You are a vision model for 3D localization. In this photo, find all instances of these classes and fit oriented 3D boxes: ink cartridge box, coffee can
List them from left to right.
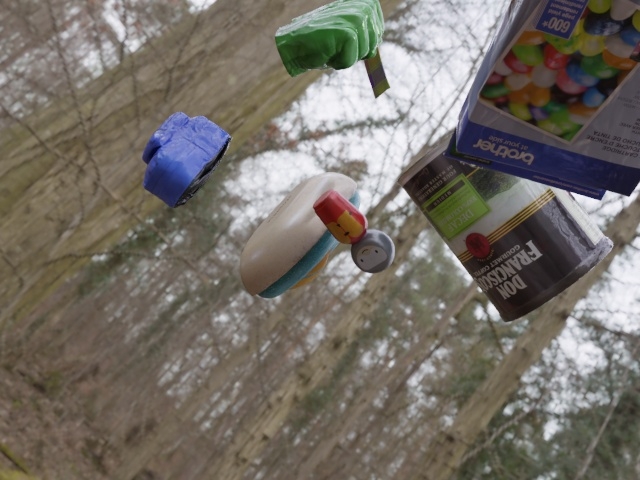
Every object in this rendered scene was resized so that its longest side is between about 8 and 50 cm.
[{"bbox_3d":[0.279,-0.043,1.335,0.275,0.202,0.201,53,-31,4],"label":"coffee can"},{"bbox_3d":[0.244,-0.150,0.792,0.186,0.065,0.311,15,-41,-4],"label":"ink cartridge box"}]

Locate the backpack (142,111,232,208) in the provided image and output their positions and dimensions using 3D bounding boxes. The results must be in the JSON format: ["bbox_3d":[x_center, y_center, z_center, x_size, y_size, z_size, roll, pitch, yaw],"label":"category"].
[{"bbox_3d":[-0.202,-0.111,1.233,0.101,0.120,0.098,32,-36,-5],"label":"backpack"}]

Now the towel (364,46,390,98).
[{"bbox_3d":[0.100,-0.299,1.545,0.060,0.009,0.083,-29,-104,66],"label":"towel"}]

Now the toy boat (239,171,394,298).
[{"bbox_3d":[0.000,0.000,1.436,0.148,0.267,0.318,46,-20,-14],"label":"toy boat"}]

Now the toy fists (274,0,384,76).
[{"bbox_3d":[0.027,-0.318,1.351,0.142,0.279,0.096,-18,-74,15],"label":"toy fists"}]
